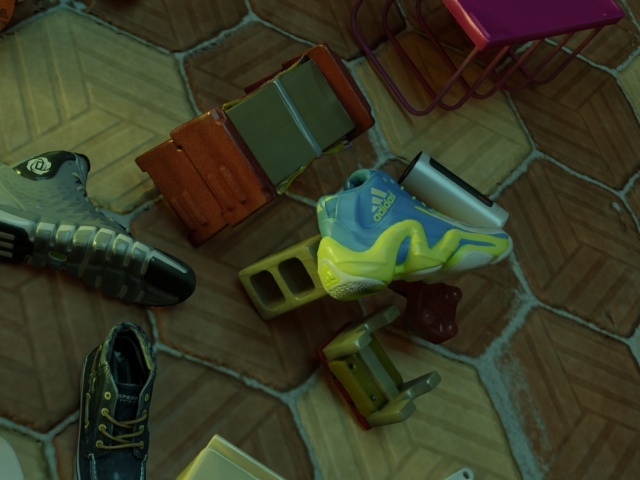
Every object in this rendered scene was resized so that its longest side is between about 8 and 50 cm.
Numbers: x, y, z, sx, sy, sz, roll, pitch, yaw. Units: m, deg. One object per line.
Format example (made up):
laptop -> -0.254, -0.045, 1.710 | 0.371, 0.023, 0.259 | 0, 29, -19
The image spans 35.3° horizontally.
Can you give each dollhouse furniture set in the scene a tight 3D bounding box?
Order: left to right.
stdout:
dollhouse furniture set -> 0.000, 0.000, 1.086 | 0.201, 0.152, 0.374 | -38, 99, -42

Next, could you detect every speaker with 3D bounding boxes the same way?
speaker -> 0.165, -0.050, 1.247 | 0.136, 0.055, 0.055 | 35, 48, -3

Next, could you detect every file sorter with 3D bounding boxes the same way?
file sorter -> 0.216, -0.303, 1.365 | 0.291, 0.182, 0.202 | -19, 68, -38

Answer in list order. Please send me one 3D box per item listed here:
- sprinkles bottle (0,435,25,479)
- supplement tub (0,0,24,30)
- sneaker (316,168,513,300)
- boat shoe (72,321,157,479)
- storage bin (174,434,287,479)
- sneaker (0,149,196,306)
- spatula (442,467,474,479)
sprinkles bottle -> -0.390, 0.225, 0.698 | 0.356, 0.121, 0.121 | -5, 62, -32
supplement tub -> -0.377, -0.383, 1.068 | 0.207, 0.207, 0.337 | 15, 53, -20
sneaker -> 0.094, -0.019, 1.005 | 0.240, 0.091, 0.126 | -9, 79, -40
boat shoe -> -0.179, 0.165, 0.884 | 0.065, 0.083, 0.183 | 5, 57, -27
storage bin -> -0.049, 0.305, 0.744 | 0.260, 0.262, 0.123 | 35, 46, -4
sneaker -> -0.222, -0.026, 0.993 | 0.229, 0.086, 0.132 | 20, 49, -15
spatula -> 0.100, 0.327, 0.978 | 0.242, 0.019, 0.168 | -17, 63, -38
